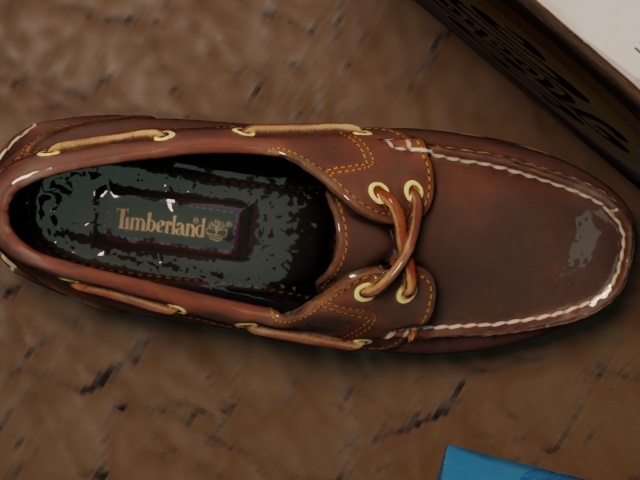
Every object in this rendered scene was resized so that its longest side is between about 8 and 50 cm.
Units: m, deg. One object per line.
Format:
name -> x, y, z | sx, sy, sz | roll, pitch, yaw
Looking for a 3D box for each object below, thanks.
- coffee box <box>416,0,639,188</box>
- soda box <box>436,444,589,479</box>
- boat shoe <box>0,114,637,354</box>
coffee box -> 0.144, -0.054, 0.525 | 0.297, 0.168, 0.119 | 39, 92, -8
soda box -> 0.129, 0.132, 0.566 | 0.210, 0.067, 0.071 | 14, 115, 2
boat shoe -> 0.000, 0.000, 0.566 | 0.207, 0.073, 0.073 | 2, 94, -6
